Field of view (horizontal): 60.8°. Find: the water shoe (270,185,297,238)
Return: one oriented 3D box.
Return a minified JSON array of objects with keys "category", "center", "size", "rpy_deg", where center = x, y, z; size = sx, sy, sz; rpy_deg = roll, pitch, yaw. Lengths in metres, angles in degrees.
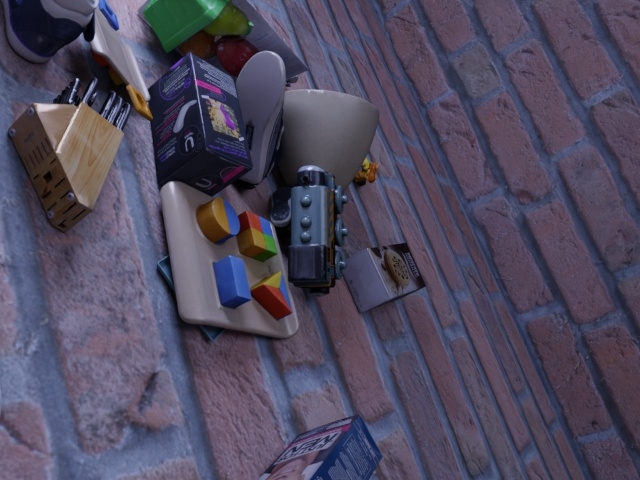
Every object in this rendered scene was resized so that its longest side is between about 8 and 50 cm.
[{"category":"water shoe","center":[-0.099,-0.078,1.490],"size":[0.203,0.072,0.080],"rpy_deg":[-77,163,-57]}]

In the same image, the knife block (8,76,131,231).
[{"category":"knife block","center":[-0.423,-0.170,1.013],"size":[0.242,0.088,0.276],"rpy_deg":[-19,81,-60]}]

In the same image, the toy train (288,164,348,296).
[{"category":"toy train","center":[-0.011,-0.026,1.392],"size":[0.190,0.142,0.335],"rpy_deg":[26,65,-73]}]

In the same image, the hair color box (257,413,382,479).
[{"category":"hair color box","center":[-0.036,0.462,0.989],"size":[0.105,0.173,0.347],"rpy_deg":[61,29,1]}]

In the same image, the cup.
[{"category":"cup","center":[-0.002,-0.264,1.584],"size":[0.331,0.330,0.237],"rpy_deg":[11,82,-54]}]

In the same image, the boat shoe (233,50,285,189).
[{"category":"boat shoe","center":[-0.147,-0.309,1.393],"size":[0.127,0.341,0.158],"rpy_deg":[22,23,9]}]

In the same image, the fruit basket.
[{"category":"fruit basket","center":[-0.243,-0.515,1.371],"size":[0.353,0.326,0.166],"rpy_deg":[35,62,-34]}]

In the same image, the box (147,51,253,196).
[{"category":"box","center":[-0.277,-0.254,1.238],"size":[0.143,0.165,0.271],"rpy_deg":[19,50,-50]}]

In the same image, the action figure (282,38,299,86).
[{"category":"action figure","center":[-0.153,-0.559,1.720],"size":[0.164,0.140,0.276],"rpy_deg":[66,13,-50]}]

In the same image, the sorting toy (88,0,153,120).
[{"category":"sorting toy","center":[-0.452,-0.403,1.165],"size":[0.348,0.047,0.196],"rpy_deg":[65,4,20]}]

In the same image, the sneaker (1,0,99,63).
[{"category":"sneaker","center":[-0.509,-0.522,1.030],"size":[0.130,0.236,0.323],"rpy_deg":[7,60,-56]}]

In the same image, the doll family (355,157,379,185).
[{"category":"doll family","center":[0.127,-0.277,1.946],"size":[0.262,0.118,0.163],"rpy_deg":[6,60,-56]}]

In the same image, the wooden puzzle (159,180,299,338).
[{"category":"wooden puzzle","center":[-0.177,0.043,1.205],"size":[0.347,0.080,0.323],"rpy_deg":[21,47,-53]}]

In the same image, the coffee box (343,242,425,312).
[{"category":"coffee box","center":[0.203,0.111,1.730],"size":[0.297,0.118,0.168],"rpy_deg":[-7,70,-59]}]

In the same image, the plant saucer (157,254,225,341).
[{"category":"plant saucer","center":[-0.259,0.113,1.101],"size":[0.192,0.018,0.067],"rpy_deg":[58,29,-8]}]
